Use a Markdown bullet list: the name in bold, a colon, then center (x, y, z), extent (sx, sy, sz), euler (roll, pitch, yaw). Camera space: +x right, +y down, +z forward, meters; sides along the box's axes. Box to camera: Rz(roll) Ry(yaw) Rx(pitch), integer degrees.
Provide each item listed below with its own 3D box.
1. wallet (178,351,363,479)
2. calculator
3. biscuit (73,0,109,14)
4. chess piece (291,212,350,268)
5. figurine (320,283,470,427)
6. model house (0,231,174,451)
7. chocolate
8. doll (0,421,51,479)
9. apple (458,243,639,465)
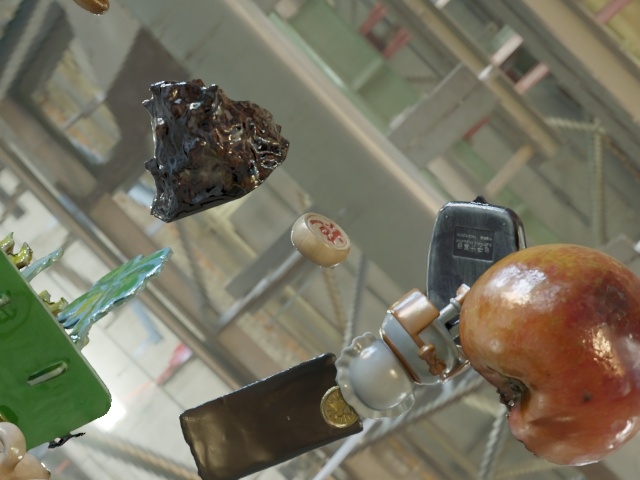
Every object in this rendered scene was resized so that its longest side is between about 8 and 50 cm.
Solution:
- **wallet**: center (-0.082, 0.299, 2.120), extent (0.030, 0.285, 0.146), euler (-173, -117, -79)
- **calculator**: center (0.249, 0.060, 2.050), extent (0.177, 0.040, 0.268), euler (7, -80, 34)
- **biscuit**: center (-0.358, -0.439, 1.869), extent (0.047, 0.208, 0.164), euler (-26, -50, 31)
- **chess piece**: center (0.000, 0.000, 1.720), extent (0.083, 0.083, 0.038), euler (41, -66, 6)
- **figurine**: center (0.118, 0.166, 1.800), extent (0.143, 0.271, 0.143), euler (41, -20, 18)
- **model house**: center (-0.341, 0.061, 1.343), extent (0.357, 0.313, 0.242), euler (-28, -70, 26)
- **chocolate**: center (-0.176, -0.168, 1.855), extent (0.224, 0.206, 0.177), euler (-17, -61, 20)
- **doll**: center (-0.232, 0.221, 0.728), extent (0.154, 0.278, 0.119), euler (26, 11, 30)
- **apple**: center (0.335, 0.127, 1.665), extent (0.293, 0.251, 0.163), euler (49, -33, 8)
